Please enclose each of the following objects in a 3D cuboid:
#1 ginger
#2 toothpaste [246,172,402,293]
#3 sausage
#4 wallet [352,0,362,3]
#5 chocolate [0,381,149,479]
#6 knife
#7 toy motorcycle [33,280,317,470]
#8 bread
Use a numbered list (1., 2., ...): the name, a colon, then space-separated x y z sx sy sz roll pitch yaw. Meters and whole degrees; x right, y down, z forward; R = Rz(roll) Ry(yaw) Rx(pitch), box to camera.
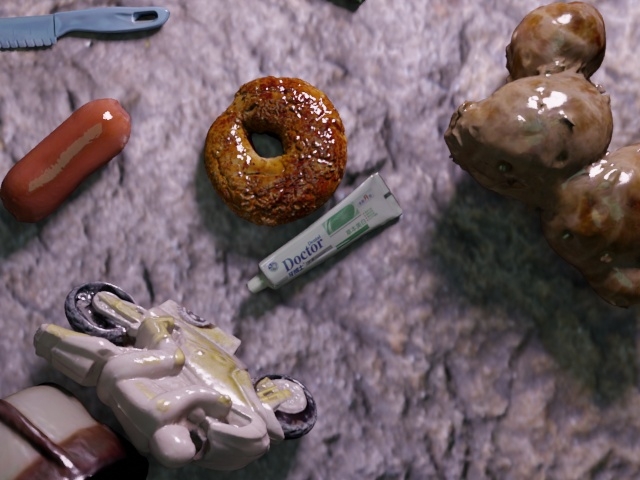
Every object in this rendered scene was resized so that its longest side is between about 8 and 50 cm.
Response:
1. ginger: 0.314 -0.093 1.584 0.256 0.176 0.375 -32 87 -17
2. toothpaste: 0.000 0.000 1.644 0.218 0.041 0.064 -34 99 -4
3. sausage: -0.317 -0.100 1.634 0.194 0.077 0.077 -41 87 0
4. wallet: -0.012 -0.423 1.663 0.236 0.055 0.160 30 94 1
5. chocolate: -0.356 0.292 1.534 0.186 0.283 0.283 38 87 17
6. knife: -0.346 -0.270 1.673 0.313 0.019 0.044 -3 89 2
7. toy motorcycle: -0.174 0.174 1.555 0.341 0.223 0.108 29 126 0
8. bread: -0.054 -0.111 1.639 0.193 0.064 0.193 0 85 3
